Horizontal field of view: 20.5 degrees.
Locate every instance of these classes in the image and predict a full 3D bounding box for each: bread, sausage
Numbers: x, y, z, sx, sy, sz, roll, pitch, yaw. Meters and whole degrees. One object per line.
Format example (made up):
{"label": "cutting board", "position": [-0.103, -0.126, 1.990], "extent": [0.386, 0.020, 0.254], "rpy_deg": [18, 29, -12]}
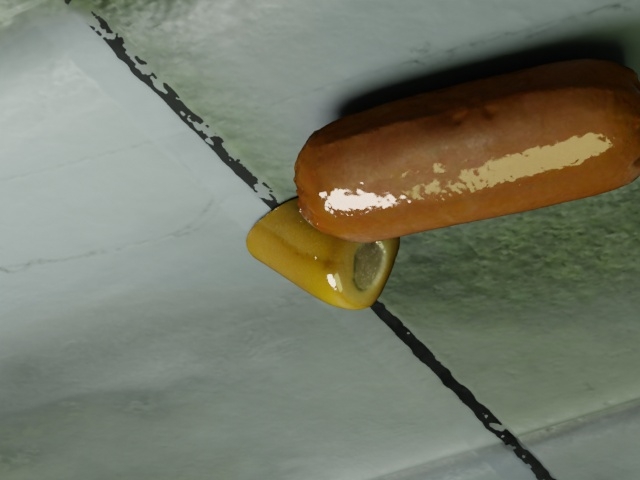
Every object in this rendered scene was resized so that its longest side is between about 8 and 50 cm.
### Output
{"label": "bread", "position": [-0.001, -0.001, 1.032], "extent": [0.049, 0.103, 0.062], "rpy_deg": [19, 97, -37]}
{"label": "sausage", "position": [0.078, -0.047, 0.943], "extent": [0.197, 0.076, 0.076], "rpy_deg": [-12, 140, 18]}
